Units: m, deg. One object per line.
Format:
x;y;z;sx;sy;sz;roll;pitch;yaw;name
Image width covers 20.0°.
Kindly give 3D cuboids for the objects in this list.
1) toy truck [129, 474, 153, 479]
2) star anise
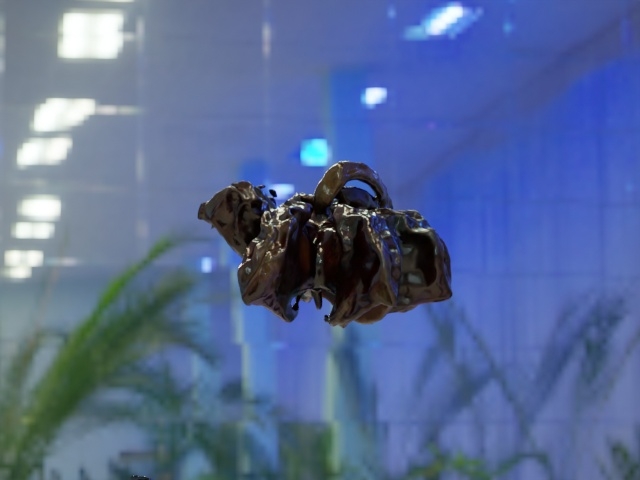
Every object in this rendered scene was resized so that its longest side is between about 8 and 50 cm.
-0.084;0.258;1.007;0.213;0.177;0.161;-41;-56;12;toy truck
0.000;0.000;1.415;0.190;0.126;0.220;-1;10;-13;star anise
